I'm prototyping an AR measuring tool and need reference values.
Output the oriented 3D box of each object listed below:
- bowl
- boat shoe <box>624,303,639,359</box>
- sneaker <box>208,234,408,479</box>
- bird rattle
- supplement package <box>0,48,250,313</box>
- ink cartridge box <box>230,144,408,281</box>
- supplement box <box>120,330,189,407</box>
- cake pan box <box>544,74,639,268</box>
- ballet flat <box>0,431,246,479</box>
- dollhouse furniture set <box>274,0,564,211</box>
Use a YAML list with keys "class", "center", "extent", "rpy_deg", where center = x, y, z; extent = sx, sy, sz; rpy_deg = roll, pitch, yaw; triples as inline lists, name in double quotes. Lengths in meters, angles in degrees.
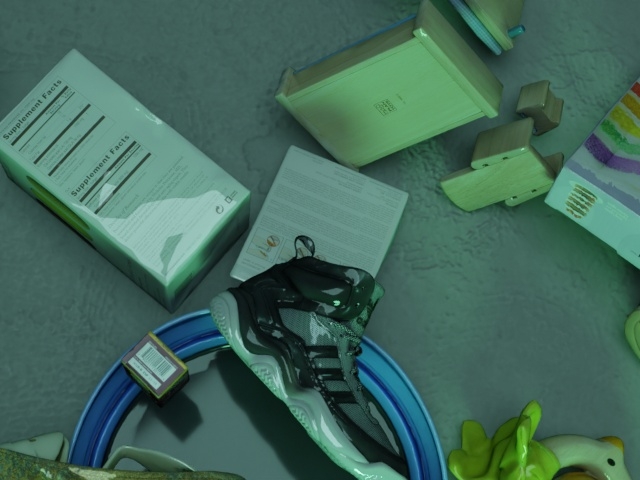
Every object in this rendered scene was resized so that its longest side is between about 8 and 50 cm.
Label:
- class: "bowl"
  center: [-0.067, 0.260, 1.467]
  extent: [0.391, 0.077, 0.391]
  rpy_deg: [1, 75, -4]
- class: "boat shoe"
  center: [0.461, 0.141, 1.524]
  extent: [0.285, 0.103, 0.092]
  rpy_deg: [31, 56, 10]
- class: "sneaker"
  center: [0.024, 0.117, 1.412]
  extent: [0.153, 0.101, 0.268]
  rpy_deg: [-42, 79, -6]
- class: "bird rattle"
  center: [0.239, 0.291, 1.457]
  extent: [0.207, 0.143, 0.253]
  rpy_deg: [-4, 78, -21]
- class: "supplement package"
  center: [-0.209, -0.060, 1.509]
  extent: [0.244, 0.139, 0.134]
  rpy_deg: [39, 76, 8]
- class: "ink cartridge box"
  center: [0.000, 0.000, 1.537]
  extent: [0.145, 0.045, 0.179]
  rpy_deg: [23, 64, 2]
- class: "supplement box"
  center: [-0.163, 0.128, 1.412]
  extent: [0.055, 0.083, 0.043]
  rpy_deg: [43, 77, 8]
- class: "cake pan box"
  center: [0.409, -0.052, 1.524]
  extent: [0.267, 0.070, 0.246]
  rpy_deg: [37, 54, 13]
- class: "ballet flat"
  center: [-0.229, 0.243, 1.374]
  extent: [0.349, 0.123, 0.123]
  rpy_deg: [10, 75, 0]
- class: "dollhouse furniture set"
  center: [0.128, -0.225, 1.606]
  extent: [0.286, 0.198, 0.303]
  rpy_deg: [44, 44, -31]
